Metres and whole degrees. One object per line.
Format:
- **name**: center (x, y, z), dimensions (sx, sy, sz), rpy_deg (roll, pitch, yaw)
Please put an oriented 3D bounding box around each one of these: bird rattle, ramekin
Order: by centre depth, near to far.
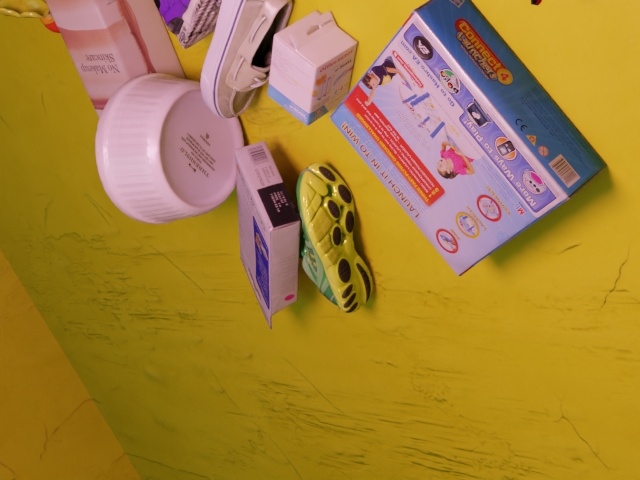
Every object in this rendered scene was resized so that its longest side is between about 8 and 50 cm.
- **ramekin**: center (-0.250, -0.161, 1.987), dimensions (0.127, 0.273, 0.272), rpy_deg (3, 124, 38)
- **bird rattle**: center (-0.485, -0.434, 2.183), dimensions (0.253, 0.143, 0.207), rpy_deg (37, -173, -33)

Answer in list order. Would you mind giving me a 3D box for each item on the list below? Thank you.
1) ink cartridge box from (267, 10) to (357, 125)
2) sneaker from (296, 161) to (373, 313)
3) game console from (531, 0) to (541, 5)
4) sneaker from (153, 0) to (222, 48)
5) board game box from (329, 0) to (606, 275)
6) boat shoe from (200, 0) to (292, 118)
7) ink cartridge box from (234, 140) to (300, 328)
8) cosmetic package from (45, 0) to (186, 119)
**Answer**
- **ink cartridge box**: center (-0.012, -0.264, 1.697), dimensions (0.090, 0.092, 0.143), rpy_deg (41, 149, 20)
- **sneaker**: center (0.000, 0.000, 1.942), dimensions (0.124, 0.109, 0.295), rpy_deg (19, 136, 39)
- **game console**: center (0.223, -0.358, 1.276), dimensions (0.085, 0.124, 0.144), rpy_deg (11, 136, 15)
- **sneaker**: center (-0.208, -0.426, 1.793), dimensions (0.146, 0.102, 0.293), rpy_deg (53, 151, 3)
- **board game box**: center (0.188, -0.138, 1.553), dimensions (0.308, 0.086, 0.302), rpy_deg (51, 151, 3)
- **boat shoe**: center (-0.119, -0.292, 1.809), dimensions (0.094, 0.109, 0.302), rpy_deg (40, 146, 17)
- **ink cartridge box**: center (-0.096, 0.000, 2.040), dimensions (0.371, 0.069, 0.175), rpy_deg (98, 152, -58)
- **cosmetic package**: center (-0.366, -0.356, 2.053), dimensions (0.153, 0.129, 0.296), rpy_deg (4, 126, 43)
